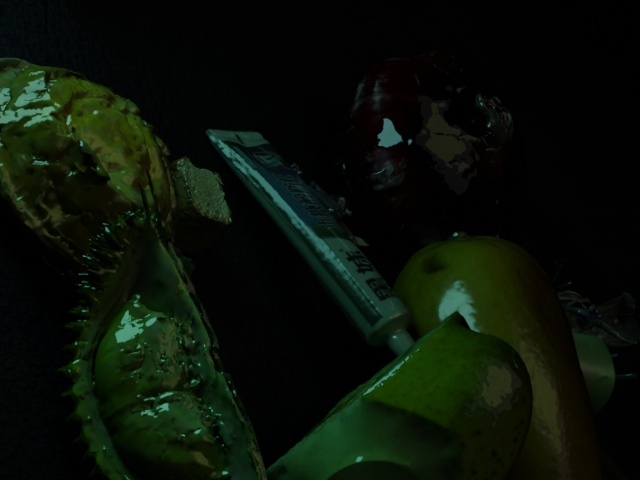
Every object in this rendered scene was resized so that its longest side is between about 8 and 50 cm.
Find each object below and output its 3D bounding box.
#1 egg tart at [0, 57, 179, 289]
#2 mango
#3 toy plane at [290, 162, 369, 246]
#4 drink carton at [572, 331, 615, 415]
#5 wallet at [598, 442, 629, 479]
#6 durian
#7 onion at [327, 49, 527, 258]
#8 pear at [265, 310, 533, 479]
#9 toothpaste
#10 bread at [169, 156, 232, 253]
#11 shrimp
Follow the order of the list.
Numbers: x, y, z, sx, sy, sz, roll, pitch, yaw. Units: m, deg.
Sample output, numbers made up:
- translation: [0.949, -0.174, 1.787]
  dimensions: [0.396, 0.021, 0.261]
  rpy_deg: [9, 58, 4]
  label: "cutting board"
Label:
- translation: [-0.227, -0.074, 1.717]
  dimensions: [0.291, 0.107, 0.291]
  rpy_deg: [39, 32, -30]
  label: "egg tart"
- translation: [0.210, 0.197, 2.047]
  dimensions: [0.301, 0.220, 0.445]
  rpy_deg: [72, 4, -62]
  label: "mango"
- translation: [-0.013, -0.052, 2.144]
  dimensions: [0.188, 0.062, 0.135]
  rpy_deg: [55, 25, -2]
  label: "toy plane"
- translation: [0.300, 0.175, 2.294]
  dimensions: [0.142, 0.144, 0.146]
  rpy_deg: [14, 39, -30]
  label: "drink carton"
- translation: [0.340, 0.342, 2.314]
  dimensions: [0.221, 0.071, 0.262]
  rpy_deg: [53, 30, -10]
  label: "wallet"
- translation: [-0.132, 0.132, 1.563]
  dimensions: [0.158, 0.169, 0.352]
  rpy_deg: [19, 44, -54]
  label: "durian"
- translation: [0.172, -0.112, 2.353]
  dimensions: [0.314, 0.232, 0.314]
  rpy_deg: [26, 56, -46]
  label: "onion"
- translation: [0.112, 0.204, 1.800]
  dimensions: [0.176, 0.282, 0.286]
  rpy_deg: [48, 25, 3]
  label: "pear"
- translation: [0.000, 0.000, 2.031]
  dimensions: [0.098, 0.061, 0.392]
  rpy_deg: [-1, 45, -51]
  label: "toothpaste"
- translation: [-0.146, -0.038, 1.870]
  dimensions: [0.076, 0.070, 0.083]
  rpy_deg: [21, 41, -52]
  label: "bread"
- translation: [0.374, 0.137, 2.537]
  dimensions: [0.410, 0.166, 0.221]
  rpy_deg: [10, 64, -75]
  label: "shrimp"
